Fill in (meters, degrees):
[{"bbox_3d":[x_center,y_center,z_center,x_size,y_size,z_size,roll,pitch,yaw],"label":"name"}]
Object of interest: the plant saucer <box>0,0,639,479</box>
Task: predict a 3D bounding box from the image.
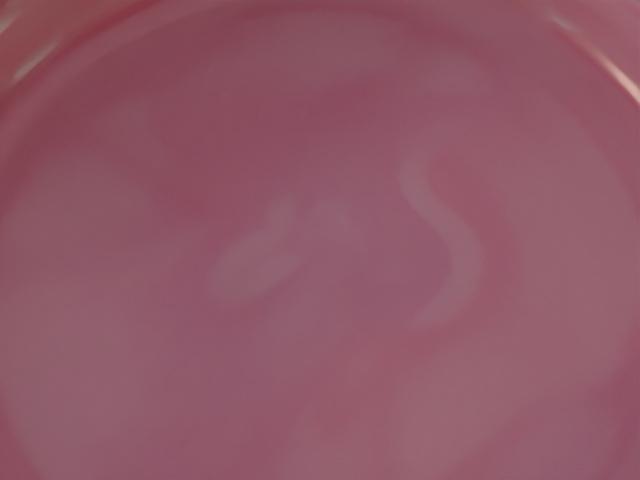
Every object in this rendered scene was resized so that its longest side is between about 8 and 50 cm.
[{"bbox_3d":[0.000,0.000,0.366,0.332,0.332,0.084,-44,-22,-22],"label":"plant saucer"}]
